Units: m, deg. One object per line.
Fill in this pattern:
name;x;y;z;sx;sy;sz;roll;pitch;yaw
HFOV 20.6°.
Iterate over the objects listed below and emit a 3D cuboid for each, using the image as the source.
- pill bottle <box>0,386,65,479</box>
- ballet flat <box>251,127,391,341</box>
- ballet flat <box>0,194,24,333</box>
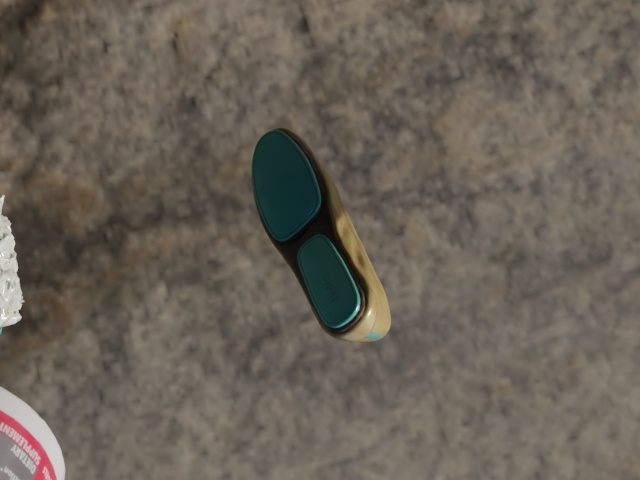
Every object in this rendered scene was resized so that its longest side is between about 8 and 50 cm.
pill bottle;-0.320;0.260;1.298;0.176;0.318;0.176;9;132;10
ballet flat;0.000;0.000;1.617;0.080;0.232;0.073;-35;147;22
ballet flat;-0.370;0.037;1.245;0.147;0.147;0.409;-47;166;32
